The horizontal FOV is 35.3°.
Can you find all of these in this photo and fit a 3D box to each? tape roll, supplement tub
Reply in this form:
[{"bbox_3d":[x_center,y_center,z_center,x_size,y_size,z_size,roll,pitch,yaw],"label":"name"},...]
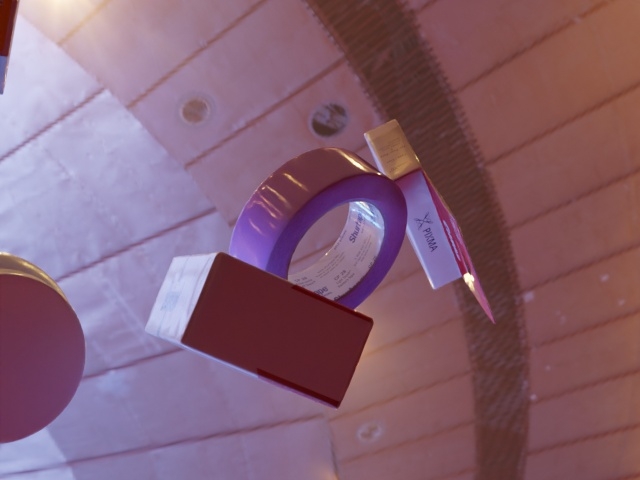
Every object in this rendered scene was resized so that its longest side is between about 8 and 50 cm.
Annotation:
[{"bbox_3d":[0.000,0.000,1.518,0.275,0.090,0.274,-25,-44,-27],"label":"tape roll"},{"bbox_3d":[-0.450,0.123,1.279,0.236,0.325,0.235,-3,-84,-33],"label":"supplement tub"}]

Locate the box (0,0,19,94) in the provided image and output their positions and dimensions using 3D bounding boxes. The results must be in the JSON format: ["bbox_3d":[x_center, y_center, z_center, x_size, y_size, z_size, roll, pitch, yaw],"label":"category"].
[{"bbox_3d":[-0.400,-0.290,1.163,0.103,0.203,0.114,10,-18,-17],"label":"box"}]

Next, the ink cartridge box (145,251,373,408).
[{"bbox_3d":[-0.085,0.102,1.213,0.197,0.273,0.114,25,-98,-16],"label":"ink cartridge box"}]

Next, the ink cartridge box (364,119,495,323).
[{"bbox_3d":[0.182,-0.018,1.686,0.066,0.261,0.296,-26,-44,3],"label":"ink cartridge box"}]
